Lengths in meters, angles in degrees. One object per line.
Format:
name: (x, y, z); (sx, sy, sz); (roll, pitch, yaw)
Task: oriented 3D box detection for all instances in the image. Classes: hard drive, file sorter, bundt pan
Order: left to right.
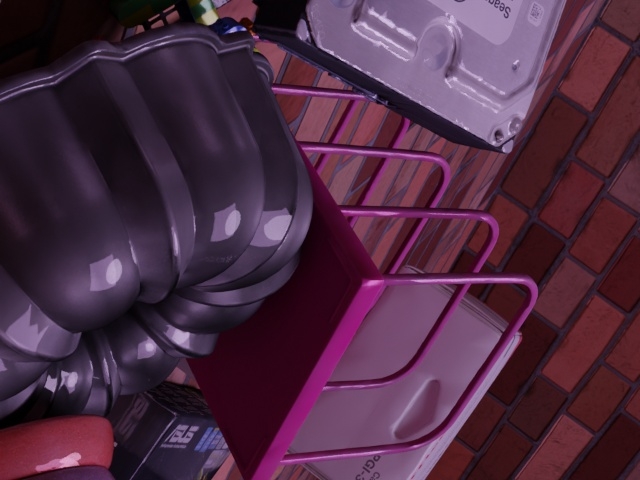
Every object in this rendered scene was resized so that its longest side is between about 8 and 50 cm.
bundt pan: (-0.140, 0.020, 0.838); (0.331, 0.124, 0.331); (-31, 165, -9)
file sorter: (0.000, 0.000, 1.051); (0.182, 0.291, 0.202); (0, 133, -35)
hard drive: (0.098, -0.252, 0.920); (0.237, 0.064, 0.339); (23, 86, -45)

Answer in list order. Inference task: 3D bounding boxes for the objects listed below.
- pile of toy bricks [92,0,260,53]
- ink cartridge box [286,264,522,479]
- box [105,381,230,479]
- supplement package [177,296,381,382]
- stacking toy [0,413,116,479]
pile of toy bricks: (-0.088, -0.159, 0.902); (0.212, 0.118, 0.105); (-35, 135, -13)
ink cartridge box: (0.088, 0.139, 1.337); (0.207, 0.117, 0.283); (-55, 168, 2)
box: (-0.240, 0.310, 1.597); (0.318, 0.097, 0.395); (-56, 168, -4)
supplement package: (-0.054, 0.076, 1.396); (0.149, 0.203, 0.194); (-55, 169, 8)
stacking toy: (-0.258, 0.200, 0.762); (0.279, 0.130, 0.309); (-27, 162, 22)
